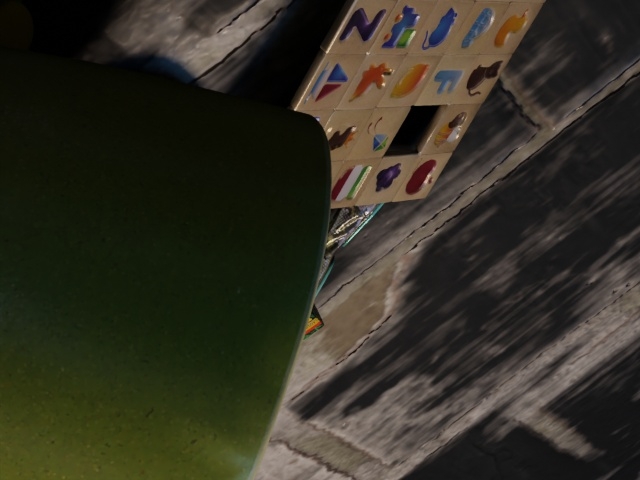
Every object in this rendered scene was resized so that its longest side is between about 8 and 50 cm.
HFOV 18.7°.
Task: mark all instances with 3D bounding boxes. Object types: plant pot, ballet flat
[{"bbox_3d":[-0.185,0.018,0.891,0.293,0.275,0.275,21,128,-16],"label":"plant pot"},{"bbox_3d":[0.000,0.000,1.294,0.114,0.041,0.041,-55,147,12],"label":"ballet flat"}]

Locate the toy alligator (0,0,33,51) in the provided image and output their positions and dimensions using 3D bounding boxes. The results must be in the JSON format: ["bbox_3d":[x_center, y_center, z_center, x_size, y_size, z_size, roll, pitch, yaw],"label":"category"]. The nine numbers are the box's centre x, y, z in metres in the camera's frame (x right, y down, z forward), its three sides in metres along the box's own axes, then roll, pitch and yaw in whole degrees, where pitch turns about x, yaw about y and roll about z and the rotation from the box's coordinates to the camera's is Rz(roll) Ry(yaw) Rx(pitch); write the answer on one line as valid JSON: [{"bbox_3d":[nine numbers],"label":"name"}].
[{"bbox_3d":[-0.191,-0.124,0.911,0.190,0.056,0.051,23,77,-55],"label":"toy alligator"}]

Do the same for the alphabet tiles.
[{"bbox_3d":[0.061,-0.114,1.170,0.198,0.009,0.237,-7,134,-52],"label":"alphabet tiles"}]

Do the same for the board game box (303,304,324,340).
[{"bbox_3d":[-0.128,0.103,1.337,0.260,0.030,0.136,-36,153,5],"label":"board game box"}]
